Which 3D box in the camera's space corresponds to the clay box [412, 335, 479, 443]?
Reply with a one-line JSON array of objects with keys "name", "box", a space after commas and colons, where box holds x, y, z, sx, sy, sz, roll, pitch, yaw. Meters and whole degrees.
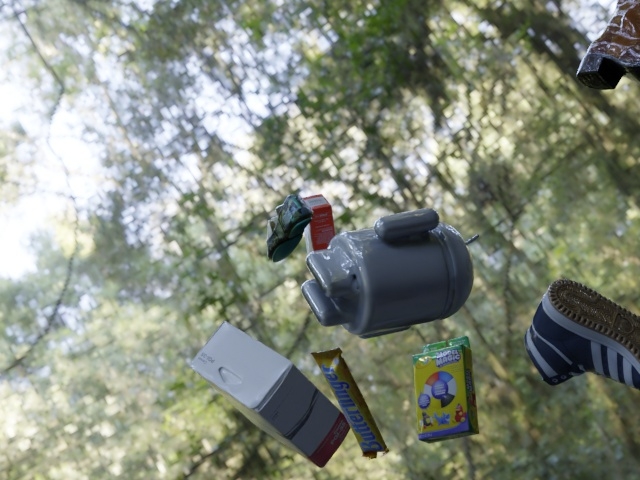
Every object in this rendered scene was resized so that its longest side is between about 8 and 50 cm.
[{"name": "clay box", "box": [0.270, 0.319, 2.361, 0.127, 0.222, 0.053, -18, -28, 31]}]

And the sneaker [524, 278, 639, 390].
[{"name": "sneaker", "box": [0.441, 0.185, 1.647, 0.099, 0.282, 0.153, -47, -13, -42]}]

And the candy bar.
[{"name": "candy bar", "box": [0.038, 0.198, 1.317, 0.040, 0.161, 0.018, -17, 18, 27]}]

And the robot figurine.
[{"name": "robot figurine", "box": [0.145, 0.066, 2.076, 0.353, 0.200, 0.300, -8, -45, -23]}]

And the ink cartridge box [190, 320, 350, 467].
[{"name": "ink cartridge box", "box": [-0.092, 0.301, 2.104, 0.117, 0.207, 0.283, -53, -40, -13]}]

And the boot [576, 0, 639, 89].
[{"name": "boot", "box": [0.634, -0.405, 2.007, 0.096, 0.264, 0.280, 36, -104, -29]}]

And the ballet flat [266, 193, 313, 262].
[{"name": "ballet flat", "box": [-0.060, -0.025, 1.884, 0.070, 0.070, 0.188, -22, -15, -28]}]

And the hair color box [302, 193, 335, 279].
[{"name": "hair color box", "box": [0.000, 0.000, 2.197, 0.053, 0.167, 0.093, -13, 20, -9]}]
